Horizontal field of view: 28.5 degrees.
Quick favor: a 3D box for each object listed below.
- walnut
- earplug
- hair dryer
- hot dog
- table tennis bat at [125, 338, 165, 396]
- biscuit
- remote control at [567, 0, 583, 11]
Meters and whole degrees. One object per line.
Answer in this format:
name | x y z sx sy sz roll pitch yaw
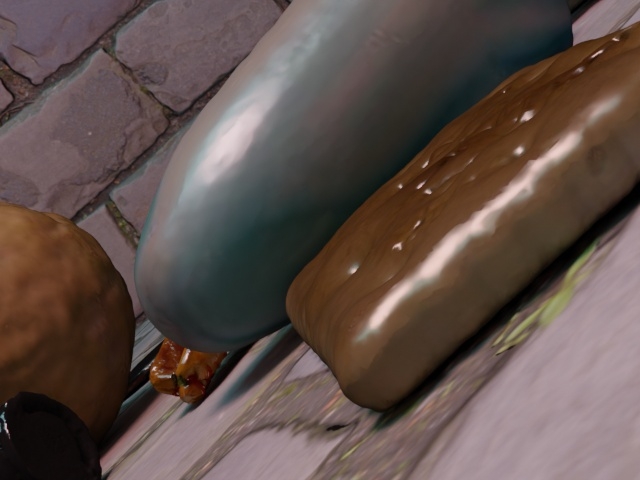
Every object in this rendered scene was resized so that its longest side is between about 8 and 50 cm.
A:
walnut | -0.350 0.112 1.118 0.381 0.381 0.381 -42 5 4
earplug | 0.005 -0.059 0.811 0.324 0.185 0.185 -53 8 -23
hair dryer | -0.255 0.223 0.819 0.197 0.089 0.251 -41 11 13
hot dog | -0.082 0.067 0.909 0.062 0.038 0.144 -28 23 26
table tennis bat | -0.171 0.122 1.373 0.130 0.019 0.220 -48 6 -40
biscuit | 0.071 -0.024 0.584 0.217 0.044 0.325 -41 4 -2
remote control | 0.202 -0.221 1.233 0.230 0.049 0.090 -39 8 19
